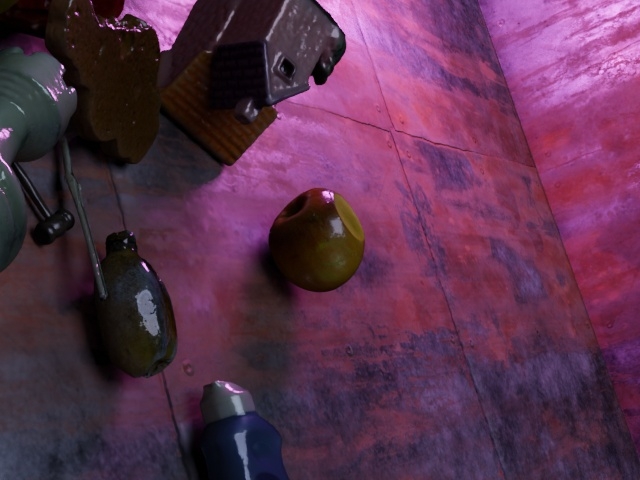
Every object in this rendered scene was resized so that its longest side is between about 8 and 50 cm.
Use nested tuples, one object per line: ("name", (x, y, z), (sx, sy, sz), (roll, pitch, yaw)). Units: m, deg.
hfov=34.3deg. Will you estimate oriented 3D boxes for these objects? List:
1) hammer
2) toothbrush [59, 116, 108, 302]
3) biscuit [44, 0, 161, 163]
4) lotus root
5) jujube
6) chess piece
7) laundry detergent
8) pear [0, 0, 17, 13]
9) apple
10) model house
("hammer", (-0.394, -0.127, 1.249), (0.292, 0.029, 0.058), (59, 26, -11))
("toothbrush", (-0.302, -0.050, 1.302), (0.026, 0.028, 0.294), (64, 9, -61))
("biscuit", (-0.277, -0.219, 1.344), (0.320, 0.047, 0.183), (48, 56, -72))
("lotus root", (-0.236, 0.079, 1.300), (0.113, 0.088, 0.192), (32, 40, -71))
("jujube", (-0.361, -0.333, 1.331), (0.230, 0.155, 0.155), (-12, 80, -55))
("chess piece", (-0.366, -0.095, 1.102), (0.194, 0.195, 0.299), (54, 27, -23))
("laundry detergent", (-0.086, 0.324, 1.368), (0.143, 0.094, 0.289), (1, 69, -56))
("pear", (-0.439, -0.362, 1.089), (0.294, 0.294, 0.294), (40, 38, -41))
("apple", (-0.005, 0.004, 1.697), (0.147, 0.146, 0.163), (48, 19, -20))
("model house", (-0.110, -0.254, 1.634), (0.202, 0.237, 0.237), (47, 60, -43))
